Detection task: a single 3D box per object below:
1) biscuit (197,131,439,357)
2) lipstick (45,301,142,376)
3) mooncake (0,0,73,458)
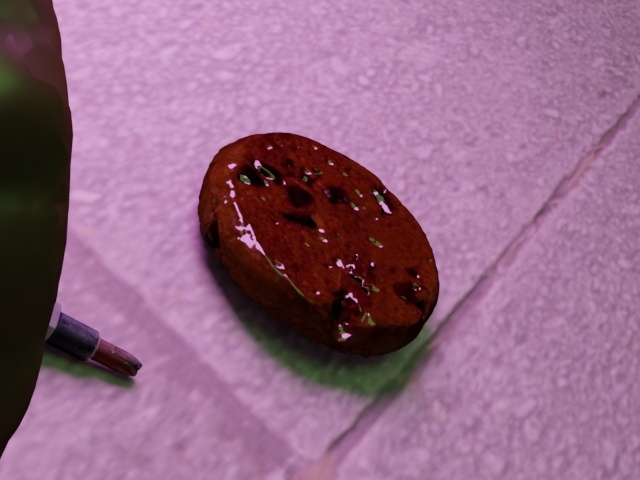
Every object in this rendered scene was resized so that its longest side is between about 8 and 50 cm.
[{"bbox_3d":[0.000,0.000,0.865,0.192,0.049,0.192,30,31,-20],"label":"biscuit"},{"bbox_3d":[-0.144,0.049,0.698,0.107,0.025,0.025,32,36,-25],"label":"lipstick"},{"bbox_3d":[-0.219,-0.021,0.485,0.161,0.290,0.290,-1,53,-35],"label":"mooncake"}]
